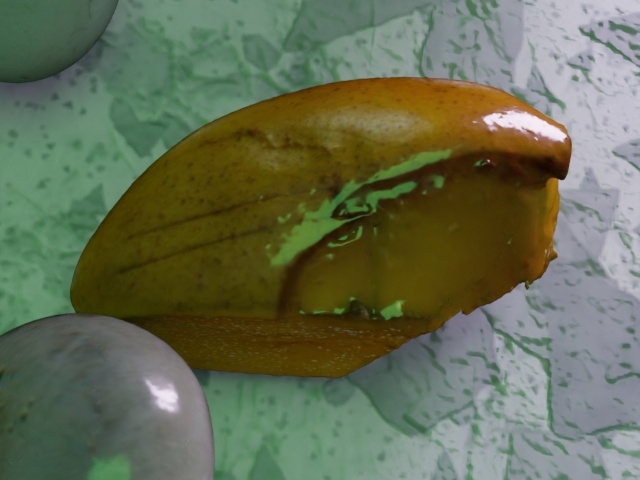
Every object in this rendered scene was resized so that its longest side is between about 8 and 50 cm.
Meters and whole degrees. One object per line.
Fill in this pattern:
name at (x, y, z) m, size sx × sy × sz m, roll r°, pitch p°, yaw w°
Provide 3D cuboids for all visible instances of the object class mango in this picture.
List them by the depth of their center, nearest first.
mango at (0.000, 0.000, 1.174) m, size 0.350 × 0.201 × 0.199 m, roll -11°, pitch 39°, yaw -4°

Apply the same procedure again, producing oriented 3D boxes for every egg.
egg at (-0.213, -0.204, 1.204) m, size 0.149 × 0.149 × 0.192 m, roll 7°, pitch 64°, yaw -7°

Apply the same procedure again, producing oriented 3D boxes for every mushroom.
mushroom at (-0.145, 0.173, 1.094) m, size 0.244 × 0.243 × 0.243 m, roll 2°, pitch 74°, yaw -8°
